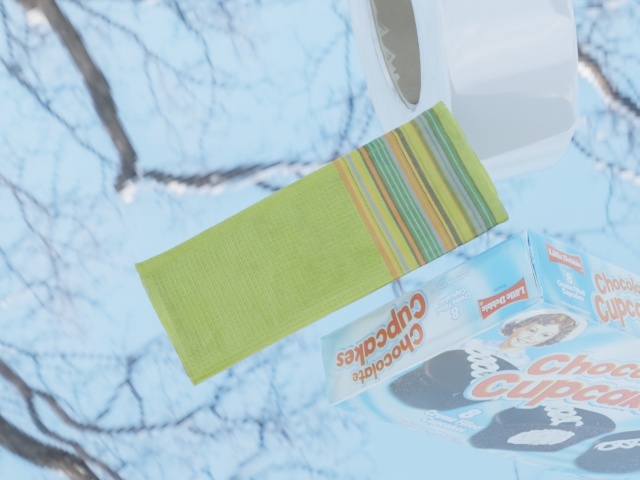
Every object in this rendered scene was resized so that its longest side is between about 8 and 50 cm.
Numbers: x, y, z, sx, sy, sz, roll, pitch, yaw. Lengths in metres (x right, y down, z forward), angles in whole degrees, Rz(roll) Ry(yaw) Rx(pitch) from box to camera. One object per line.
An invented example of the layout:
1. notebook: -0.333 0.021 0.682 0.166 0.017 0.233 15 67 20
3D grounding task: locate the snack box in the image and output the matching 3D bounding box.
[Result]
1. snack box: 0.177 0.093 1.337 0.187 0.322 0.060 -30 -125 35

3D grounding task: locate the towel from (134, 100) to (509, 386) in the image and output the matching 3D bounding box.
1. towel: 0.000 0.000 1.249 0.237 0.021 0.102 -28 -120 -2

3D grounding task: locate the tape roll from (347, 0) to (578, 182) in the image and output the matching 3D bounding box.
1. tape roll: 0.098 -0.181 1.428 0.100 0.286 0.286 -13 -118 -9
